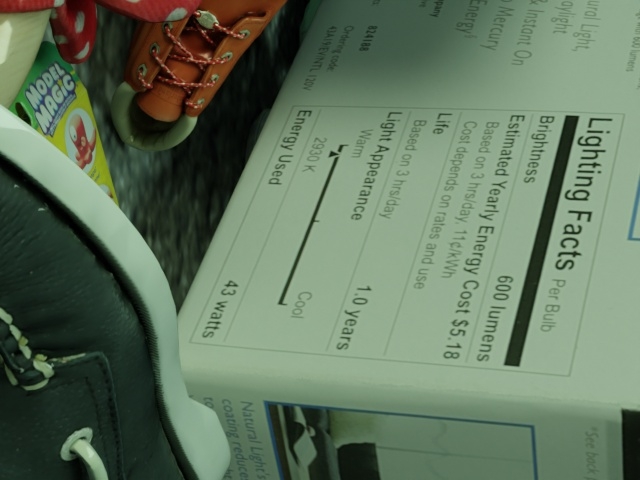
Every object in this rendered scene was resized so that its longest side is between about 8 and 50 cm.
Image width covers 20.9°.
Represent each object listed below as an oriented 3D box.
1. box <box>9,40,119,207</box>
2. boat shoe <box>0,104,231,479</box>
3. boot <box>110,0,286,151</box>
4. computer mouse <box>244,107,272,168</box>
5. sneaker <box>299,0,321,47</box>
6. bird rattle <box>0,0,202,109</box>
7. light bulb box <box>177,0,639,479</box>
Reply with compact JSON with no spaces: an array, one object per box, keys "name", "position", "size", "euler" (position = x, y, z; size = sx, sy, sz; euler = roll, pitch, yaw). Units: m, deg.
[{"name":"box","position":[-0.110,0.021,0.676],"size":[0.105,0.043,0.179],"euler":[-66,152,-54]},{"name":"boat shoe","position":[-0.099,0.046,0.506],"size":[0.091,0.114,0.302],"euler":[-62,153,-21]},{"name":"boot","position":[-0.049,-0.095,0.762],"size":[0.158,0.059,0.085],"euler":[-45,-158,59]},{"name":"computer mouse","position":[0.000,0.000,1.035],"size":[0.193,0.042,0.106],"euler":[69,27,-48]},{"name":"sneaker","position":[0.027,-0.188,1.056],"size":[0.151,0.094,0.256],"euler":[-66,148,-49]},{"name":"bird rattle","position":[-0.133,-0.108,0.544],"size":[0.253,0.143,0.207],"euler":[65,46,-65]},{"name":"light bulb box","position":[0.157,0.028,0.865],"size":[0.358,0.361,0.225],"euler":[-69,156,-44]}]
